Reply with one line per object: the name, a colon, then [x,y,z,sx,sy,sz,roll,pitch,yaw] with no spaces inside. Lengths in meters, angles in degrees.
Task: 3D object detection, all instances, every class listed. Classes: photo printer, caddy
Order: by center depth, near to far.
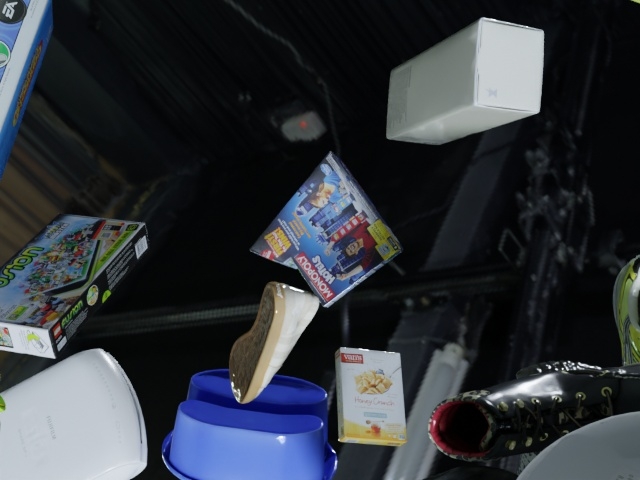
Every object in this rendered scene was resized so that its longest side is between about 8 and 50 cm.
photo printer: [-0.466,0.354,1.544,0.307,0.107,0.256,-27,-118,1]
caddy: [-0.133,0.384,1.670,0.341,0.179,0.241,7,-161,2]

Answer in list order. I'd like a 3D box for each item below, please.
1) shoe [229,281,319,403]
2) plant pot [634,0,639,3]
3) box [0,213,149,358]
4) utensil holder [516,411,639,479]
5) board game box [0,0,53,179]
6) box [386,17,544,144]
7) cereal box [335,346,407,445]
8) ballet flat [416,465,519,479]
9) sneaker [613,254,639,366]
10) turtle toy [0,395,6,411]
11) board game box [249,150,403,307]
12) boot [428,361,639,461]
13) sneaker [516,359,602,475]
shoe: [-0.060,0.131,1.057,0.219,0.058,0.077,117,-38,-45]
plant pot: [0.478,-0.430,1.068,0.228,0.227,0.207,29,-128,23]
box: [-0.277,0.041,0.912,0.114,0.036,0.207,6,-148,15]
utensil holder: [0.314,0.387,0.723,0.327,0.386,0.328,-8,-149,5]
board game box: [-0.463,-0.154,0.869,0.086,0.301,0.308,131,-27,-67]
box: [0.184,-0.203,1.164,0.275,0.094,0.113,177,-83,-71]
cereal box: [0.127,0.396,2.204,0.047,0.173,0.240,127,-34,-55]
ballet flat: [0.128,0.266,0.889,0.173,0.049,0.058,-10,-113,4]
sneaker: [0.526,0.202,1.338,0.145,0.147,0.385,-15,-112,15]
turtle toy: [-0.418,0.188,1.024,0.066,0.130,0.095,-29,-149,0]
board game box: [0.000,0.000,1.325,0.194,0.060,0.194,-37,-111,10]
boot: [0.242,0.175,0.855,0.236,0.178,0.085,-13,-97,49]
sneaker: [0.437,0.282,1.174,0.158,0.410,0.182,-109,-149,-70]
